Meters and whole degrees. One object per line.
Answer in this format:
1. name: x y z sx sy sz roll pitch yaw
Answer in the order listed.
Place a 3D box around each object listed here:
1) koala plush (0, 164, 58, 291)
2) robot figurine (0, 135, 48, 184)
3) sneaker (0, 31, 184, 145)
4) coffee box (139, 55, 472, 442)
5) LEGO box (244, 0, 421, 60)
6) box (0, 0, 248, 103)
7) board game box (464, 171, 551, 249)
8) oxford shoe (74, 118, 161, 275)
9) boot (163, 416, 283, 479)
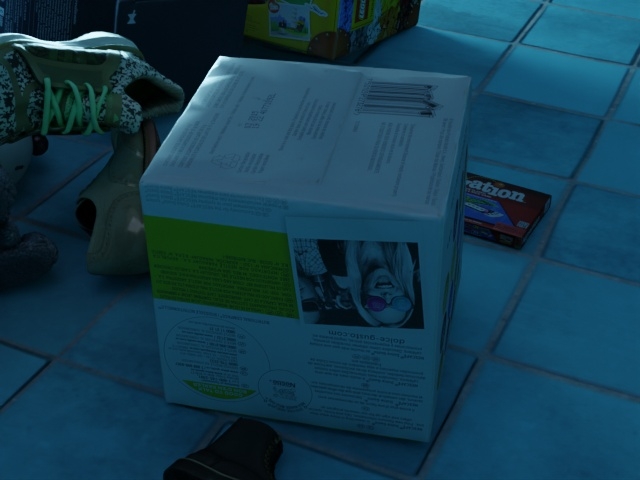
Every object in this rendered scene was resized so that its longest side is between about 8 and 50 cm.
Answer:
1. koala plush: -0.510 -0.042 1.562 0.203 0.196 0.221 -27 42 -5
2. robot figurine: -0.569 -0.182 1.772 0.209 0.173 0.278 -33 43 -15
3. sneaker: -0.343 -0.205 1.567 0.182 0.158 0.410 22 28 25
4. coffee box: 0.000 0.000 1.378 0.338 0.334 0.337 6 35 11
5. LEGO box: -0.084 -0.556 2.295 0.500 0.193 0.372 20 30 25
6. box: -0.375 -0.411 2.048 0.293 0.212 0.395 -15 35 -42
7. board game box: 0.211 -0.068 1.764 0.281 0.027 0.145 17 36 22
8. oxford shoe: -0.305 -0.086 1.678 0.146 0.140 0.397 -12 33 -7
9. boot: -0.056 0.261 1.226 0.198 0.077 0.137 22 34 26
